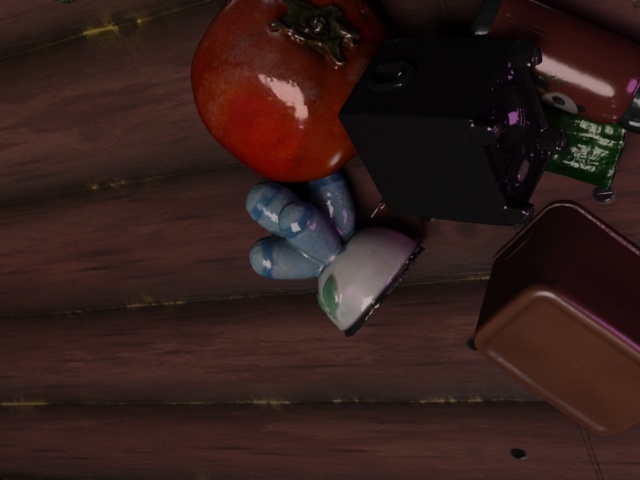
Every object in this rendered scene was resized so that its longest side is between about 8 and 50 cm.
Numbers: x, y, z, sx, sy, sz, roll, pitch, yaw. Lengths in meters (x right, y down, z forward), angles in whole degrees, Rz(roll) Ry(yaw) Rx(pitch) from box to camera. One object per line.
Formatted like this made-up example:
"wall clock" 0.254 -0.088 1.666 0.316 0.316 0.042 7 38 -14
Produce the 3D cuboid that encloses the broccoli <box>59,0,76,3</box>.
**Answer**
"broccoli" -0.461 -0.535 1.498 0.321 0.303 0.283 36 98 33

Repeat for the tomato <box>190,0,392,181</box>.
"tomato" -0.041 -0.263 1.509 0.325 0.293 0.290 28 150 -5

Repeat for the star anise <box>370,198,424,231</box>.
"star anise" 0.165 -0.096 1.705 0.158 0.144 0.141 6 85 13

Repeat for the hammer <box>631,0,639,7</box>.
"hammer" 0.615 -0.367 1.265 0.365 0.043 0.111 -3 127 31

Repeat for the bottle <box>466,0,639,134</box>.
"bottle" 0.385 -0.265 1.387 0.336 0.144 0.144 23 134 5

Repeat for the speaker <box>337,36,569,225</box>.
"speaker" 0.201 -0.165 1.367 0.253 0.184 0.232 7 145 37

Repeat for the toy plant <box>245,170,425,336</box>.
"toy plant" 0.000 0.000 1.761 0.332 0.247 0.247 39 134 1

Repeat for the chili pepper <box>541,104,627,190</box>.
"chili pepper" 0.355 -0.169 1.510 0.270 0.099 0.136 15 153 13

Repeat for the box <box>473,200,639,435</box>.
"box" 0.465 0.145 1.631 0.339 0.229 0.239 35 135 -4
